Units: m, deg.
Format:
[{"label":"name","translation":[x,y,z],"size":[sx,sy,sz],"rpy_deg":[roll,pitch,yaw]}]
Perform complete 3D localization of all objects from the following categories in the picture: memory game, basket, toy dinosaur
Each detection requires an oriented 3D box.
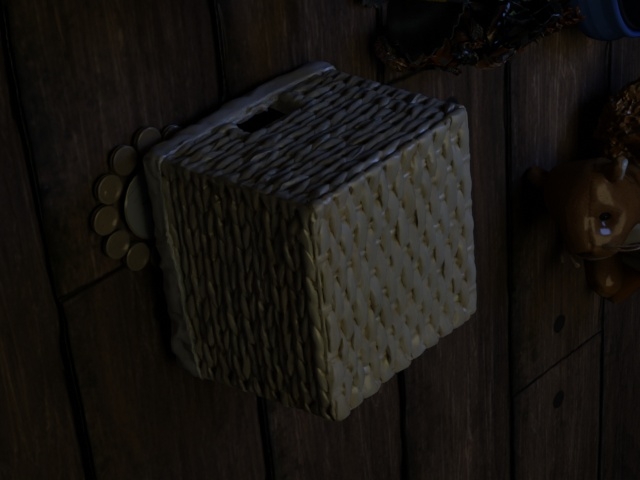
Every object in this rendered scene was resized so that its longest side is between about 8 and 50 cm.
[{"label":"memory game","translation":[-0.201,-0.051,1.579],"size":[0.186,0.012,0.186],"rpy_deg":[-22,121,-42]},{"label":"basket","translation":[0.000,0.000,1.618],"size":[0.328,0.266,0.331],"rpy_deg":[-34,131,-39]},{"label":"toy dinosaur","translation":[0.231,-0.311,1.821],"size":[0.322,0.164,0.218],"rpy_deg":[-34,170,-35]}]

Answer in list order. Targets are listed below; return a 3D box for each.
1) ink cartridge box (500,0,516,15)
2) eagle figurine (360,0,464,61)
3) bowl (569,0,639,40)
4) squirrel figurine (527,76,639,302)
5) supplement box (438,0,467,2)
[{"label":"ink cartridge box","translation":[0.300,-0.425,1.931],"size":[0.209,0.062,0.109],"rpy_deg":[-56,139,-15]},{"label":"eagle figurine","translation":[0.097,-0.409,1.629],"size":[0.226,0.225,0.298],"rpy_deg":[-54,128,-32]},{"label":"bowl","translation":[0.493,-0.505,2.040],"size":[0.391,0.077,0.391],"rpy_deg":[-31,128,-51]},{"label":"squirrel figurine","translation":[0.522,-0.100,2.214],"size":[0.370,0.281,0.397],"rpy_deg":[17,79,-39]},{"label":"supplement box","translation":[-0.022,-0.369,1.362],"size":[0.357,0.195,0.194],"rpy_deg":[3,108,-5]}]
